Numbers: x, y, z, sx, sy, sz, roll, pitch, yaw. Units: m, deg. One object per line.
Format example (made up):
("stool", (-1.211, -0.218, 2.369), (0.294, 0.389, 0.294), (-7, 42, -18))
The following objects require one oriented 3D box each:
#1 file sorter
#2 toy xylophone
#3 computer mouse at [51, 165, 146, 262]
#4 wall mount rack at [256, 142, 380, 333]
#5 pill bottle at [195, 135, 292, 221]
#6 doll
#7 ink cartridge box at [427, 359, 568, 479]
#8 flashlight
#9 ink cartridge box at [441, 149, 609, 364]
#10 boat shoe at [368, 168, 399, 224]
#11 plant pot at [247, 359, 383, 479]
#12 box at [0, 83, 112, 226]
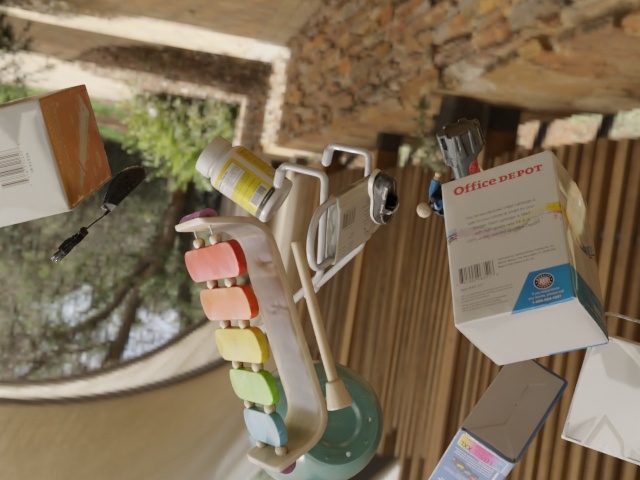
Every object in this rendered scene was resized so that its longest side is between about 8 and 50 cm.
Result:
("file sorter", (0.688, 0.325, 2.259), (0.192, 0.278, 0.173), (17, -156, 17))
("toy xylophone", (-0.067, 0.104, 1.140), (0.081, 0.323, 0.236), (-18, 175, -22))
("computer mouse", (-0.412, -0.055, 1.834), (0.041, 0.242, 0.071), (46, 159, -11))
("wall mount rack", (0.000, 0.000, 1.705), (0.130, 0.304, 0.350), (12, -161, 21))
("pill bottle", (-0.180, -0.147, 2.325), (0.208, 0.119, 0.119), (36, -176, 6))
("doll", (0.315, -0.116, 2.403), (0.189, 0.129, 0.046), (-31, -156, 9))
("ink cartridge box", (0.403, 0.473, 2.355), (0.151, 0.270, 0.395), (36, 146, 13))
("flashlight", (0.353, -0.127, 2.210), (0.103, 0.304, 0.103), (4, -142, 34))
("ink cartridge box", (0.288, 0.028, 1.402), (0.171, 0.233, 0.168), (-16, 147, 26))
("boat shoe", (0.102, -0.062, 1.532), (0.038, 0.046, 0.125), (24, 150, 24))
("plant pot", (0.005, 0.393, 2.158), (0.293, 0.293, 0.235), (8, 166, -13))
("box", (-0.555, -0.175, 1.966), (0.168, 0.215, 0.345), (-13, -166, 4))
